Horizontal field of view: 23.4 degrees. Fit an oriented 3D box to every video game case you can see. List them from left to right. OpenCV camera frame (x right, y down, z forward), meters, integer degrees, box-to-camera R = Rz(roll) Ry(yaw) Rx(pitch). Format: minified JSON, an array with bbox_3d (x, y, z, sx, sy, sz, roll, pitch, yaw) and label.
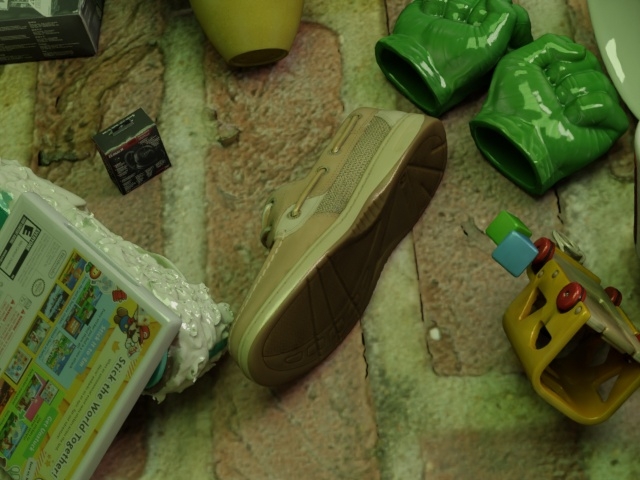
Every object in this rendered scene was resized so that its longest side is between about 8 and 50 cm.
[{"bbox_3d":[-0.254,0.104,1.425,0.206,0.026,0.227,39,107,23],"label":"video game case"}]

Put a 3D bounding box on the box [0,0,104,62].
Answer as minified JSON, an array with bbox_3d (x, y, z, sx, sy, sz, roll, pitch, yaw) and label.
[{"bbox_3d":[-0.403,-0.317,1.797,0.307,0.076,0.242,-4,56,9],"label":"box"}]

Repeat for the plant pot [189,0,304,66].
[{"bbox_3d":[-0.074,-0.242,1.664,0.134,0.134,0.095,-11,83,4],"label":"plant pot"}]

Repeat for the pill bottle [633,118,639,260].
[{"bbox_3d":[0.338,-0.027,1.366,0.121,0.221,0.121,-5,55,8],"label":"pill bottle"}]

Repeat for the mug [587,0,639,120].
[{"bbox_3d":[0.474,-0.253,1.427,0.328,0.276,0.374,-15,16,-14],"label":"mug"}]

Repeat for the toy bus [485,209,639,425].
[{"bbox_3d":[0.216,0.079,1.386,0.104,0.202,0.191,-50,64,13],"label":"toy bus"}]

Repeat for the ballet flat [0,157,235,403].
[{"bbox_3d":[-0.249,0.022,1.523,0.409,0.147,0.147,34,68,25],"label":"ballet flat"}]

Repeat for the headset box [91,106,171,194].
[{"bbox_3d":[-0.196,-0.095,1.601,0.062,0.083,0.032,-34,57,-11],"label":"headset box"}]

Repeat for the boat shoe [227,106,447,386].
[{"bbox_3d":[0.000,0.000,1.486,0.110,0.122,0.341,19,51,27],"label":"boat shoe"}]

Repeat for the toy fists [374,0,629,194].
[{"bbox_3d":[0.188,-0.172,1.573,0.142,0.096,0.279,-38,56,-17],"label":"toy fists"}]
